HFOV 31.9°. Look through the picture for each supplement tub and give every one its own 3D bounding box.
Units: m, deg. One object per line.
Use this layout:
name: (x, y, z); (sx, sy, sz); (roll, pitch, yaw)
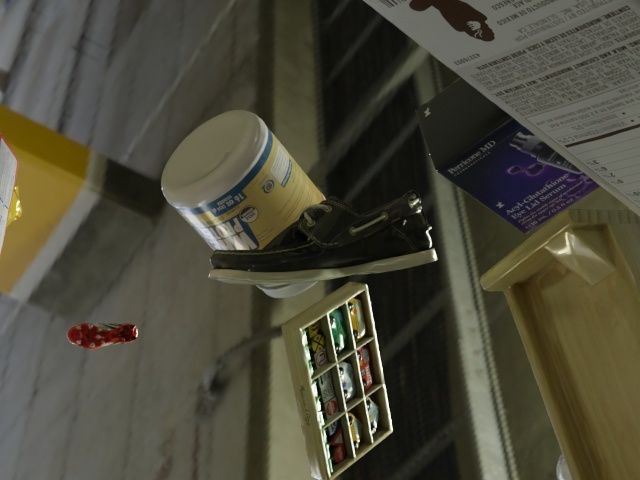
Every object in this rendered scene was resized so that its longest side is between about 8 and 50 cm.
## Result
supplement tub: (-0.078, -0.040, 1.330); (0.144, 0.200, 0.144); (-27, -145, 20)

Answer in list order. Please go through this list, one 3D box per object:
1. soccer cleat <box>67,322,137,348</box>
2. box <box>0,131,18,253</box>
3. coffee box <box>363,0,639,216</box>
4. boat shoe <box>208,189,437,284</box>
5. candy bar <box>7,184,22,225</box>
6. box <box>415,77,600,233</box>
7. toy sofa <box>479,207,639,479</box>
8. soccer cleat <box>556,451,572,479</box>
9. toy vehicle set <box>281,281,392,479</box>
soccer cleat: (-0.240, 0.104, 1.223); (0.035, 0.083, 0.029); (-13, -99, 53)
box: (-0.319, 0.031, 0.839); (0.128, 0.122, 0.257); (106, -8, -77)
coffee box: (0.131, -0.119, 0.483); (0.098, 0.246, 0.141); (-16, -130, 50)
boat shoe: (0.000, 0.000, 1.032); (0.084, 0.233, 0.079); (-6, -88, 60)
candy bar: (-0.337, 0.001, 1.024); (0.161, 0.018, 0.040); (-38, 153, -36)
box: (0.243, -0.122, 1.372); (0.153, 0.207, 0.108); (-36, -133, 27)
toy sofa: (0.304, 0.154, 1.036); (0.150, 0.177, 0.363); (-47, -128, 49)
soccer cleat: (0.373, 0.244, 1.239); (0.331, 0.116, 0.143); (-41, -172, 44)
toy vehicle set: (0.029, 0.217, 1.724); (0.035, 0.267, 0.166); (8, -152, 41)
